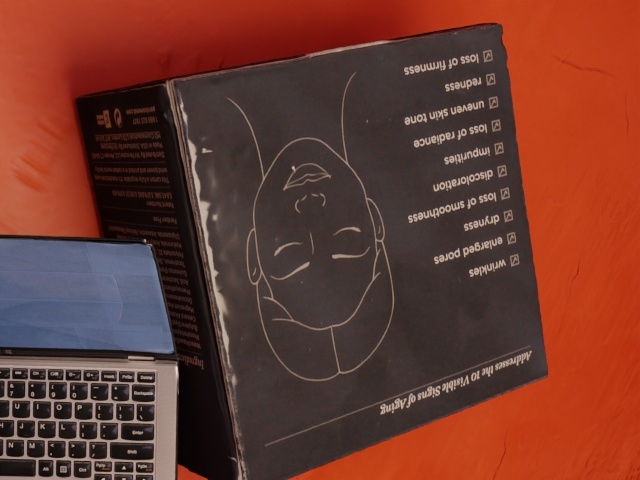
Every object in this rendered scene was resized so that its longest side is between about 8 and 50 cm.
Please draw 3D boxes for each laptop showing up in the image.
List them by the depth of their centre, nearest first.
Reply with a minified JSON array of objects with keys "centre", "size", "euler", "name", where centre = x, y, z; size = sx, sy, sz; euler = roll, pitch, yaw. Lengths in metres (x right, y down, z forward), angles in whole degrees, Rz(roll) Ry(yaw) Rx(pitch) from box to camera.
[{"centre":[-0.352,0.188,1.201],"size":[0.382,0.236,0.407],"euler":[2,94,0],"name":"laptop"}]

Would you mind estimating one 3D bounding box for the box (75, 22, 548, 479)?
[{"centre":[0.000,0.000,1.461],"size":[0.480,0.297,0.471],"euler":[-15,100,-31],"name":"box"}]
